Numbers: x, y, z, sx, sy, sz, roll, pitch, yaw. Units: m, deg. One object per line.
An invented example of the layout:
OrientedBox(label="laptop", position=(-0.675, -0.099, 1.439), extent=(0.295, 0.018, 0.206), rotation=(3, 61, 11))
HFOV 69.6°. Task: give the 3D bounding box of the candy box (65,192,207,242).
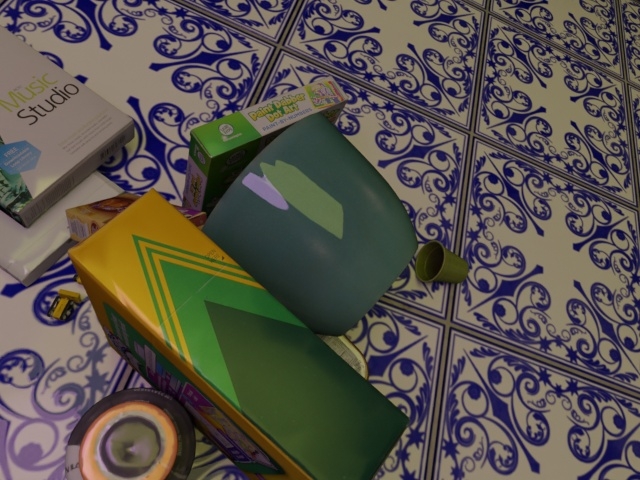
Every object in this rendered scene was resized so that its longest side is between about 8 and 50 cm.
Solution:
OrientedBox(label="candy box", position=(-0.269, -0.020, 0.675), extent=(0.187, 0.053, 0.109), rotation=(13, 26, 33))

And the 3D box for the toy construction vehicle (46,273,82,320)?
OrientedBox(label="toy construction vehicle", position=(-0.343, 0.082, 0.691), extent=(0.086, 0.035, 0.098), rotation=(12, 59, -2))

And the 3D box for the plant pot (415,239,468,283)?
OrientedBox(label="plant pot", position=(0.240, 0.050, 0.888), extent=(0.079, 0.083, 0.083), rotation=(17, 61, -24))

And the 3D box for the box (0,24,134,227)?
OrientedBox(label="box", position=(-0.495, -0.199, 0.706), extent=(0.322, 0.058, 0.232), rotation=(35, 59, 0))

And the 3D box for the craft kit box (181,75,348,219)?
OrientedBox(label="craft kit box", position=(-0.099, -0.133, 0.752), extent=(0.250, 0.246, 0.060), rotation=(-32, 78, -28))

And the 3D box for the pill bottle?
OrientedBox(label="pill bottle", position=(-0.215, 0.243, 0.532), extent=(0.131, 0.245, 0.130), rotation=(8, 63, -16))

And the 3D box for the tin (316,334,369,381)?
OrientedBox(label="tin", position=(-0.001, 0.185, 0.758), extent=(0.189, 0.040, 0.106), rotation=(45, 56, 5))

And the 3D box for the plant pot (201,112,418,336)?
OrientedBox(label="plant pot", position=(0.000, 0.000, 0.691), extent=(0.235, 0.293, 0.293), rotation=(41, 60, 5))

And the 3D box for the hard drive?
OrientedBox(label="hard drive", position=(-0.500, -0.097, 0.714), extent=(0.308, 0.040, 0.203), rotation=(36, 59, -1))

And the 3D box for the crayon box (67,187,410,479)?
OrientedBox(label="crayon box", position=(-0.117, 0.153, 0.542), extent=(0.313, 0.363, 0.106), rotation=(43, 60, 3))
